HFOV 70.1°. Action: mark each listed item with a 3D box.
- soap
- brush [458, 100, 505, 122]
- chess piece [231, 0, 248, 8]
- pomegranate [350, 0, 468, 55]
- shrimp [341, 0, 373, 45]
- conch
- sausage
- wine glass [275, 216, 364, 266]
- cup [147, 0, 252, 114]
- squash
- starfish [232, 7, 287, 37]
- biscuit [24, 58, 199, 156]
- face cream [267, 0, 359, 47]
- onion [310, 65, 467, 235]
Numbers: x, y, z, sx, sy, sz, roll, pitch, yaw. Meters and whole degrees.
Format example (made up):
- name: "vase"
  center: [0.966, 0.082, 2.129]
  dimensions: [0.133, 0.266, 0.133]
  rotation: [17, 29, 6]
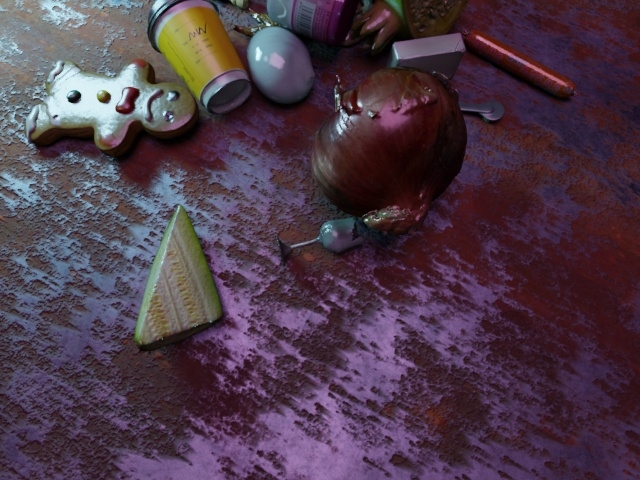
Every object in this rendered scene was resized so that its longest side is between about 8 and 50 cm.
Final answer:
- name: "soap"
  center: [0.270, -0.466, 1.190]
  dimensions: [0.183, 0.121, 0.063]
  rotation: [-11, 73, -6]
- name: "brush"
  center: [0.350, -0.354, 1.209]
  dimensions: [0.266, 0.027, 0.062]
  rotation: [9, 71, 6]
- name: "chess piece"
  center: [-0.260, -0.703, 1.289]
  dimensions: [0.122, 0.066, 0.066]
  rotation: [23, 73, 1]
- name: "pomegranate"
  center: [0.211, -0.648, 1.176]
  dimensions: [0.358, 0.310, 0.216]
  rotation: [-41, 59, 5]
- name: "shrimp"
  center: [0.072, -0.685, 1.285]
  dimensions: [0.178, 0.075, 0.289]
  rotation: [-7, 72, -10]
- name: "conch"
  center: [-0.099, -0.464, 1.176]
  dimensions: [0.185, 0.121, 0.221]
  rotation: [-24, 84, -34]
- name: "sausage"
  center: [0.536, -0.479, 1.235]
  dimensions: [0.348, 0.053, 0.053]
  rotation: [34, 74, 9]
- name: "wine glass"
  center: [0.000, 0.000, 1.052]
  dimensions: [0.195, 0.079, 0.079]
  rotation: [-15, 73, -5]
- name: "cup"
  center: [-0.297, -0.471, 1.153]
  dimensions: [0.196, 0.196, 0.279]
  rotation: [-32, 83, -11]
- name: "squash"
  center: [-0.353, 0.083, 0.994]
  dimensions: [0.203, 0.111, 0.288]
  rotation: [-15, 73, -42]
- name: "starfish"
  center: [-0.125, -0.570, 1.250]
  dimensions: [0.238, 0.057, 0.213]
  rotation: [39, 82, 12]
- name: "biscuit"
  center: [-0.515, -0.346, 1.137]
  dimensions: [0.432, 0.064, 0.283]
  rotation: [9, 71, 9]
- name: "face cream"
  center: [-0.015, -0.609, 1.157]
  dimensions: [0.195, 0.175, 0.175]
  rotation: [24, 73, 3]
- name: "onion"
  center: [0.142, -0.201, 0.980]
  dimensions: [0.354, 0.353, 0.353]
  rotation: [0, 72, -1]
